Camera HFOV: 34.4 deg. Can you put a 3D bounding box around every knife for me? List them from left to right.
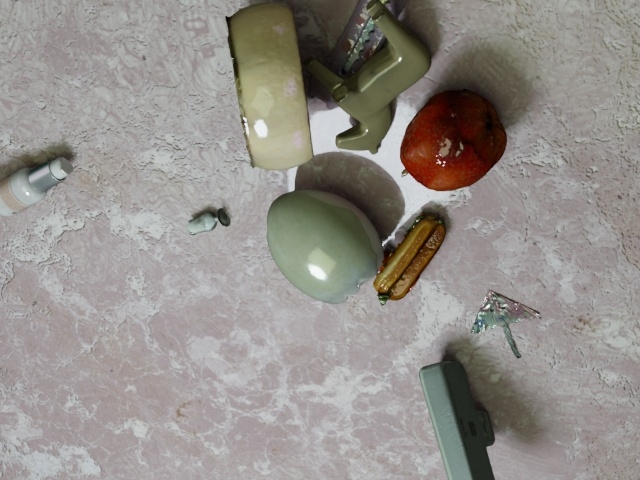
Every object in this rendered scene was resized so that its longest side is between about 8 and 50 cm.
[{"bbox_3d":[0.095,-0.375,1.691,0.132,0.038,0.399,32,123,2],"label":"knife"}]

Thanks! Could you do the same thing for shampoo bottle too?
[{"bbox_3d":[-0.562,-0.112,2.020,0.192,0.074,0.074,-26,107,26],"label":"shampoo bottle"}]

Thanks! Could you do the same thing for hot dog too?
[{"bbox_3d":[0.157,0.033,1.855,0.072,0.055,0.188,33,96,-39],"label":"hot dog"}]

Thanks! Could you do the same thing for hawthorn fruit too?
[{"bbox_3d":[0.212,-0.167,1.700,0.179,0.173,0.173,10,130,58],"label":"hawthorn fruit"}]

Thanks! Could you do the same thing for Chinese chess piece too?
[{"bbox_3d":[-0.080,-0.248,1.679,0.112,0.270,0.270,-8,116,1],"label":"Chinese chess piece"}]

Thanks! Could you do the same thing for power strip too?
[{"bbox_3d":[0.272,0.362,1.954,0.059,0.193,0.265,-22,73,24],"label":"power strip"}]

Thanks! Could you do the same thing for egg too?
[{"bbox_3d":[0.000,0.000,1.843,0.217,0.183,0.183,47,121,-5],"label":"egg"}]

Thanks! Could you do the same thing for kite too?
[{"bbox_3d":[0.342,0.156,1.923,0.139,0.011,0.157,-16,112,26],"label":"kite"}]

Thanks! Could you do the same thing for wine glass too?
[{"bbox_3d":[-0.216,-0.033,1.978,0.083,0.042,0.039,-19,73,29],"label":"wine glass"}]

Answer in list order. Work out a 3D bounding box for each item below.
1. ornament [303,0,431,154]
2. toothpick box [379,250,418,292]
[{"bbox_3d":[0.083,-0.253,1.717,0.230,0.061,0.245,-38,136,17],"label":"ornament"},{"bbox_3d":[0.139,0.057,1.909,0.083,0.047,0.047,35,122,-3],"label":"toothpick box"}]
